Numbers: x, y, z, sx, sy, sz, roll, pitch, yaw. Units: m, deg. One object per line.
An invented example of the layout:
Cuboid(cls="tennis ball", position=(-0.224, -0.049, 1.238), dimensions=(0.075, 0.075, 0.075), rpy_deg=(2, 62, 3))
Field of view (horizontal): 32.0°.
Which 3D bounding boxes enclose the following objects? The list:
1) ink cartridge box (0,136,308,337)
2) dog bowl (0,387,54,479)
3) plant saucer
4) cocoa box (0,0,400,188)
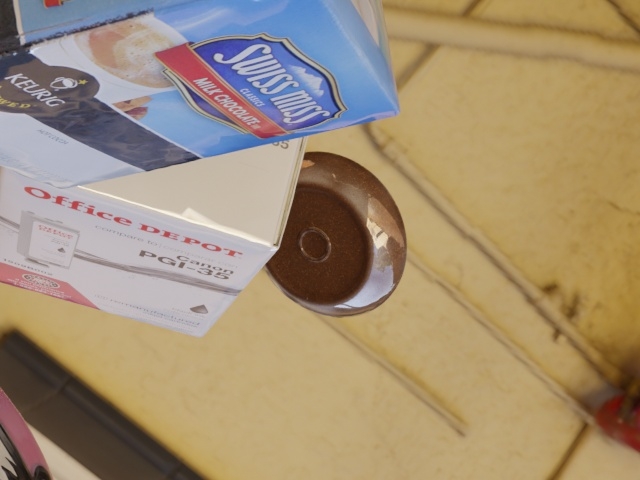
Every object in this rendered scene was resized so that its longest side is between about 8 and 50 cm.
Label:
Cuboid(cls="ink cartridge box", position=(-0.151, -0.031, 0.899), dimensions=(0.207, 0.117, 0.283), rpy_deg=(17, 158, -11))
Cuboid(cls="dog bowl", position=(-0.352, 0.216, 0.748), dimensions=(0.408, 0.408, 0.150), rpy_deg=(37, -160, 8))
Cuboid(cls="plant saucer", position=(0.000, 0.000, 1.252), dimensions=(0.199, 0.198, 0.036), rpy_deg=(36, -149, 12))
Cuboid(cls="cocoa box", position=(-0.107, -0.231, 0.595), dimensions=(0.228, 0.347, 0.231), rpy_deg=(-11, 169, 12))
